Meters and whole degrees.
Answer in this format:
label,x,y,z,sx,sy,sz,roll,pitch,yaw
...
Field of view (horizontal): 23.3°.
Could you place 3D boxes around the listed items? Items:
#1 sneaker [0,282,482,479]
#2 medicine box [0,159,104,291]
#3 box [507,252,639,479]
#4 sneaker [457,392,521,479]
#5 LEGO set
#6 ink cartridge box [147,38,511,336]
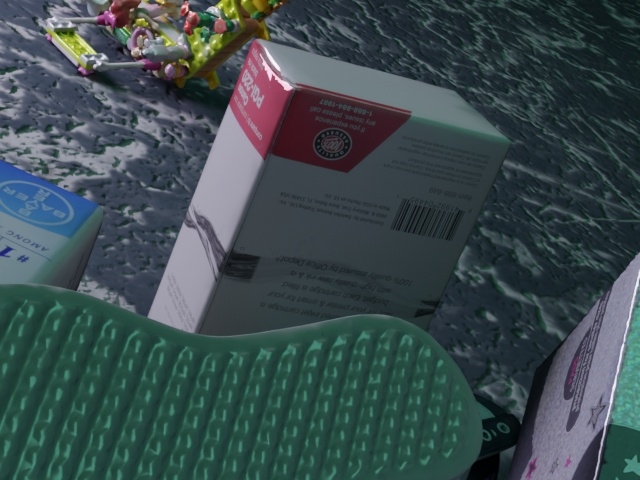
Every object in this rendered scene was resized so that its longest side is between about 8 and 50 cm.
label,x,y,z,sx,sy,sz,roll,pitch,yaw
sneaker,-0.078,0.100,0.651,0.321,0.127,0.126,7,55,-43
medicine box,-0.282,0.040,0.737,0.263,0.149,0.289,25,24,0
box,0.173,0.155,0.794,0.142,0.163,0.247,22,56,-3
sneaker,0.051,0.159,0.866,0.153,0.099,0.282,14,24,-19
LEGO set,-0.144,-0.192,1.346,0.107,0.132,0.287,-8,18,-41
ink cartridge box,0.000,0.000,0.992,0.159,0.218,0.092,12,22,-27
